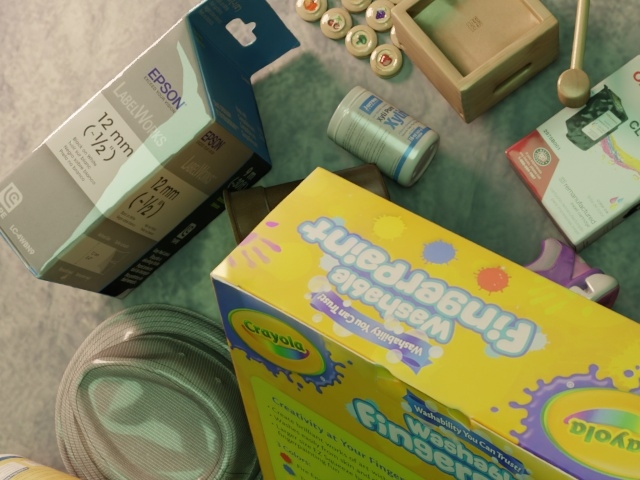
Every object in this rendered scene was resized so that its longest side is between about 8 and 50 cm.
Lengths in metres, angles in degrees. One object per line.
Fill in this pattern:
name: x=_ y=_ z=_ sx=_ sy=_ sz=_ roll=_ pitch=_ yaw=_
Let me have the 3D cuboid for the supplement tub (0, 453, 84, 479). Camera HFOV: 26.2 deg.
supplement tub: x=-0.288 y=0.313 z=1.436 sx=0.199 sy=0.144 sz=0.144 roll=10 pitch=84 yaw=38

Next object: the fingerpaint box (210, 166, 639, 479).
fingerpaint box: x=0.144 y=0.187 z=1.226 sx=0.444 sy=0.371 sz=0.163 roll=27 pitch=57 yaw=29

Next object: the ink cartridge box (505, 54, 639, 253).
ink cartridge box: x=0.301 y=-0.091 z=1.444 sx=0.175 sy=0.072 sz=0.127 roll=-36 pitch=77 yaw=5

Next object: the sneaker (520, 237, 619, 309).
sneaker: x=0.191 y=0.083 z=1.439 sx=0.236 sy=0.095 sz=0.104 roll=-36 pitch=71 yaw=0

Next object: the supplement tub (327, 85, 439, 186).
supplement tub: x=0.069 y=-0.112 z=1.493 sx=0.107 sy=0.071 sz=0.071 roll=33 pitch=90 yaw=12

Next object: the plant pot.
plant pot: x=0.000 y=0.000 z=1.454 sx=0.165 sy=0.167 sz=0.167 roll=-19 pitch=79 yaw=0

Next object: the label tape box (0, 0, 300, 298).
label tape box: x=-0.153 y=-0.096 z=1.442 sx=0.347 sy=0.249 sz=0.115 roll=-39 pitch=77 yaw=4

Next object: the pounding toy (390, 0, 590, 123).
pounding toy: x=0.211 y=-0.205 z=1.458 sx=0.181 sy=0.094 sz=0.206 roll=-36 pitch=68 yaw=-4

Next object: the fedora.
fedora: x=-0.178 y=0.193 z=1.472 sx=0.275 sy=0.124 sz=0.244 roll=39 pitch=91 yaw=13

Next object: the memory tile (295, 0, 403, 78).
memory tile: x=0.054 y=-0.263 z=1.546 sx=0.148 sy=0.012 sz=0.113 roll=38 pitch=91 yaw=14
